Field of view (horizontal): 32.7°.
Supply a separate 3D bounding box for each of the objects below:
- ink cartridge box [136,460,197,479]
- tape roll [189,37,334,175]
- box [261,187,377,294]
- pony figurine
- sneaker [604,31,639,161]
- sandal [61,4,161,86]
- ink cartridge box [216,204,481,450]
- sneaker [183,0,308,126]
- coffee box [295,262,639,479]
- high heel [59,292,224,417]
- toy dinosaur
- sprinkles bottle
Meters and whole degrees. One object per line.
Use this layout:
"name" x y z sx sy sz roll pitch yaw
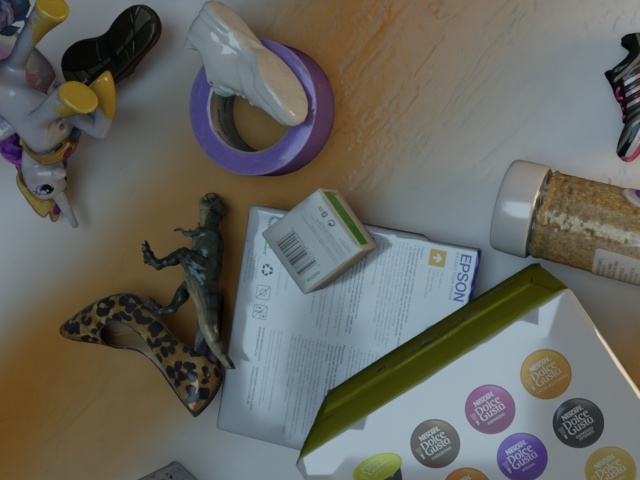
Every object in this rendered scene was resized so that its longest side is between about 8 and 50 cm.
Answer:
"ink cartridge box" -0.140 0.443 1.513 0.311 0.186 0.065 37 99 13
"tape roll" -0.081 -0.183 1.518 0.189 0.080 0.188 1 93 20
"box" 0.000 0.000 1.424 0.102 0.087 0.101 -37 82 14
"pony figurine" -0.442 -0.202 1.522 0.351 0.303 0.363 41 145 2
"sneaker" 0.388 -0.184 1.364 0.075 0.063 0.170 15 93 18
"sandal" -0.298 -0.275 1.594 0.219 0.060 0.090 -31 82 37
"ink cartridge box" 0.038 0.136 1.500 0.330 0.071 0.324 11 96 15
"sneaker" -0.102 -0.215 1.451 0.094 0.080 0.212 -48 71 27
"coffee box" 0.212 0.257 1.256 0.338 0.338 0.334 -33 90 7
"high heel" -0.264 0.171 1.555 0.261 0.093 0.186 -8 56 14
"toy dinosaur" -0.184 0.051 1.521 0.118 0.064 0.268 -5 70 2
"sprinkles bottle" 0.393 -0.002 1.340 0.356 0.121 0.121 15 98 17
